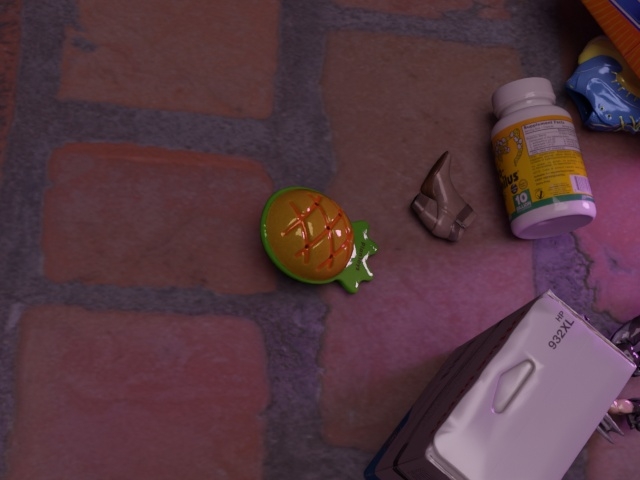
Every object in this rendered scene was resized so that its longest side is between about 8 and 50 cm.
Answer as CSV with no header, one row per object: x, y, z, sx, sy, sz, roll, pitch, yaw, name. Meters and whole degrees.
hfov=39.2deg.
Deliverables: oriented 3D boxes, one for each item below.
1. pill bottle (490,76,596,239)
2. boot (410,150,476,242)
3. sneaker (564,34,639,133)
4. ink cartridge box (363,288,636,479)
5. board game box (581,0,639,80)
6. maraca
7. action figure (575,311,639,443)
0.304,-0.116,1.259,0.118,0.117,0.208,-6,74,-12,pill bottle
0.182,-0.057,1.264,0.087,0.042,0.118,34,71,-4,boot
0.464,-0.188,1.340,0.240,0.091,0.126,43,89,5,sneaker
0.190,0.211,1.031,0.129,0.307,0.223,40,71,5,ink cartridge box
0.626,-0.395,1.228,0.356,0.356,0.356,-26,78,-37,board game box
0.000,0.000,1.184,0.186,0.099,0.127,23,70,-29,maraca
0.411,0.155,1.205,0.285,0.099,0.185,-29,86,-13,action figure
